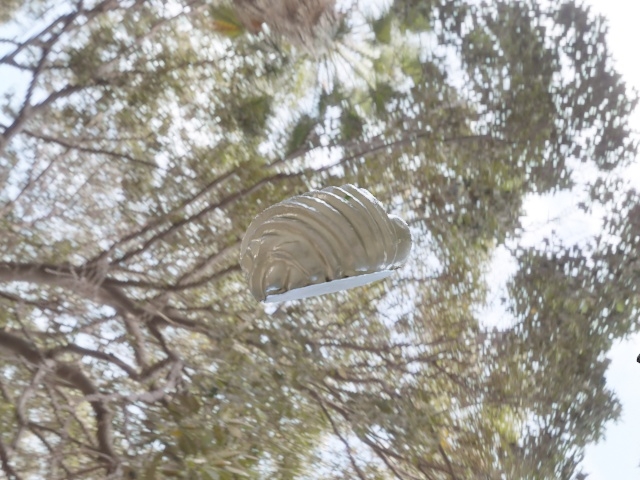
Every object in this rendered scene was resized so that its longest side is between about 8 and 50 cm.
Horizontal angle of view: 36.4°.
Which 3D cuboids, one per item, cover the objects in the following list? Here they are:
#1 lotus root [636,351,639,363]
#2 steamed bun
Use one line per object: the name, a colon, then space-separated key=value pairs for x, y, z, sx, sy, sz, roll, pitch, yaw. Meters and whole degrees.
lotus root: x=0.399 y=0.099 z=0.923 sx=0.191 sy=0.108 sz=0.094 roll=3 pitch=-134 yaw=39
steamed bun: x=0.000 y=0.000 z=1.013 sx=0.183 sy=0.183 sz=0.106 roll=-14 pitch=-99 yaw=7
